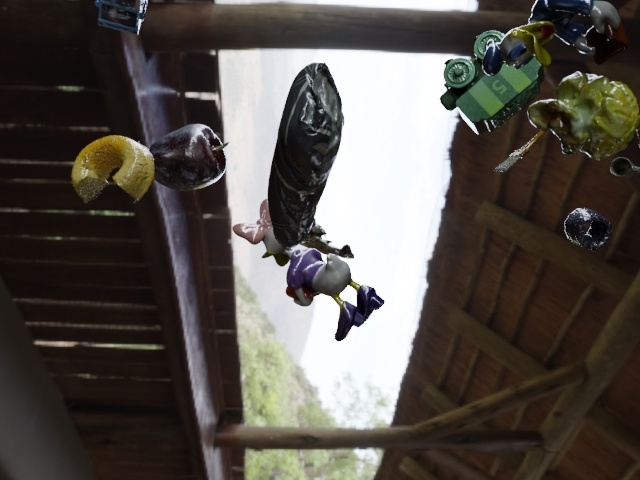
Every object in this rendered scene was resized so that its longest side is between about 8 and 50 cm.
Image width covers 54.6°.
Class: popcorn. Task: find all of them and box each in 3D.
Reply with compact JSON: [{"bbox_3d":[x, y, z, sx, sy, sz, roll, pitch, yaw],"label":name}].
[{"bbox_3d":[0.547,-0.256,1.300,0.198,0.212,0.198,173,-90,-79],"label":"popcorn"}]

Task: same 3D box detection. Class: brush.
[{"bbox_3d":[0.527,-0.259,1.478,0.272,0.013,0.103,-44,-177,6],"label":"brush"}]

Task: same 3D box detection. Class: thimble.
[{"bbox_3d":[0.661,-0.030,1.529,0.104,0.095,0.066,54,-3,-27],"label":"thimble"}]

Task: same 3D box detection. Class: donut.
[{"bbox_3d":[-0.434,-0.154,1.289,0.078,0.181,0.146,45,49,-62],"label":"donut"}]

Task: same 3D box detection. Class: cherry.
[{"bbox_3d":[-0.446,-0.282,2.124,0.255,0.296,0.218,-71,151,-68],"label":"cherry"}]

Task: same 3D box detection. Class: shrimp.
[{"bbox_3d":[0.000,0.000,1.880,0.360,0.246,0.085,140,-25,-82],"label":"shrimp"}]

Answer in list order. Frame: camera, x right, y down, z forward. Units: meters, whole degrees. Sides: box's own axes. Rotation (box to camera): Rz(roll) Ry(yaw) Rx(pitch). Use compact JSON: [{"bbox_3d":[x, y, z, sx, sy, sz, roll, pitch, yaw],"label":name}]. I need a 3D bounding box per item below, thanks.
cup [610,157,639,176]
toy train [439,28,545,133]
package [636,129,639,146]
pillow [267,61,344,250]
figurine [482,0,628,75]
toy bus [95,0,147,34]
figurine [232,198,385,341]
[{"bbox_3d":[0.884,-0.211,1.786,0.083,0.075,0.055,2,72,-52],"label":"cup"},{"bbox_3d":[0.505,-0.470,1.834,0.238,0.299,0.167,53,14,19],"label":"toy train"},{"bbox_3d":[0.937,-0.204,1.547,0.108,0.288,0.223,-62,179,6],"label":"package"},{"bbox_3d":[-0.028,-0.112,0.932,0.335,0.092,0.162,111,-8,-58],"label":"pillow"},{"bbox_3d":[0.467,-0.443,1.245,0.283,0.338,0.204,47,7,5],"label":"figurine"},{"bbox_3d":[-0.432,-0.627,1.427,0.131,0.106,0.297,126,-29,-58],"label":"toy bus"},{"bbox_3d":[-0.032,0.073,1.603,0.154,0.420,0.193,-44,160,-33],"label":"figurine"}]
